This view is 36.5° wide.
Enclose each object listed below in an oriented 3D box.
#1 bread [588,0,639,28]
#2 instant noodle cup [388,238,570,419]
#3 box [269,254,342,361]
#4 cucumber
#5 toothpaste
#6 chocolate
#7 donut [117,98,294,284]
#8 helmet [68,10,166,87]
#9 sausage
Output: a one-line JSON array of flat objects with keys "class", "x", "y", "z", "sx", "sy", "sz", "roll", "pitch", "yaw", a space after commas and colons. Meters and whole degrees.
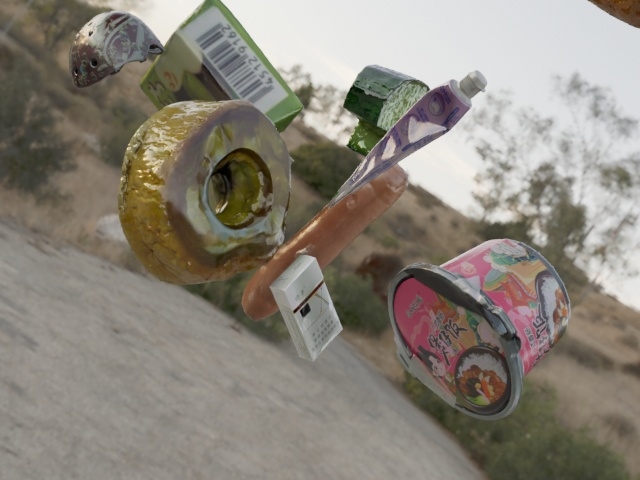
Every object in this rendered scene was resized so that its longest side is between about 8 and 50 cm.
[{"class": "bread", "x": 0.477, "y": -0.457, "z": 1.539, "sx": 0.288, "sy": 0.156, "sz": 0.204, "roll": 56, "pitch": -10, "yaw": 45}, {"class": "instant noodle cup", "x": 0.250, "y": 0.110, "z": 1.445, "sx": 0.302, "sy": 0.181, "sz": 0.258, "roll": -13, "pitch": -73, "yaw": 61}, {"class": "box", "x": -0.021, "y": 0.108, "z": 1.556, "sx": 0.040, "sy": 0.084, "sz": 0.154, "roll": 16, "pitch": -42, "yaw": 41}, {"class": "cucumber", "x": 0.133, "y": -0.267, "z": 1.971, "sx": 0.130, "sy": 0.191, "sz": 0.191, "roll": 22, "pitch": -5, "yaw": 23}, {"class": "toothpaste", "x": 0.123, "y": -0.146, "z": 1.435, "sx": 0.048, "sy": 0.301, "sz": 0.075, "roll": 35, "pitch": 32, "yaw": -29}, {"class": "chocolate", "x": -0.220, "y": -0.305, "z": 2.027, "sx": 0.301, "sy": 0.137, "sz": 0.288, "roll": 52, "pitch": -32, "yaw": -2}, {"class": "donut", "x": -0.170, "y": -0.077, "z": 1.599, "sx": 0.159, "sy": 0.330, "sz": 0.330, "roll": 3, "pitch": -20, "yaw": 37}, {"class": "helmet", "x": -0.371, "y": -0.344, "z": 1.703, "sx": 0.177, "sy": 0.153, "sz": 0.107, "roll": -43, "pitch": 116, "yaw": -55}, {"class": "sausage", "x": 0.000, "y": 0.000, "z": 1.855, "sx": 0.094, "sy": 0.419, "sz": 0.094, "roll": 25, "pitch": 27, "yaw": -54}]
